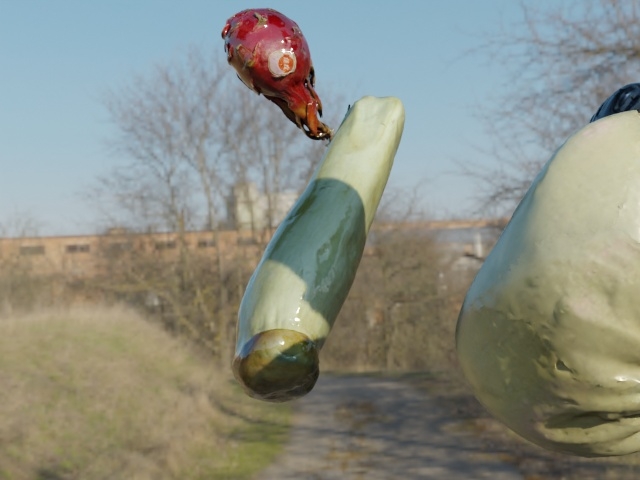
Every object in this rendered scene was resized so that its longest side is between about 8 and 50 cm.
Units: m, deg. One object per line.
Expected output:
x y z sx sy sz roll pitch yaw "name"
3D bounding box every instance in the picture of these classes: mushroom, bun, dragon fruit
0.000 0.000 0.830 0.081 0.312 0.100 24 -36 -1 "mushroom"
0.168 0.029 0.528 0.128 0.193 0.178 36 38 29 "bun"
-0.036 -0.186 1.101 0.094 0.190 0.094 -39 5 4 "dragon fruit"

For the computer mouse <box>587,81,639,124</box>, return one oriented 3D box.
0.339 -0.055 1.025 0.137 0.233 0.096 -45 26 -24 "computer mouse"
